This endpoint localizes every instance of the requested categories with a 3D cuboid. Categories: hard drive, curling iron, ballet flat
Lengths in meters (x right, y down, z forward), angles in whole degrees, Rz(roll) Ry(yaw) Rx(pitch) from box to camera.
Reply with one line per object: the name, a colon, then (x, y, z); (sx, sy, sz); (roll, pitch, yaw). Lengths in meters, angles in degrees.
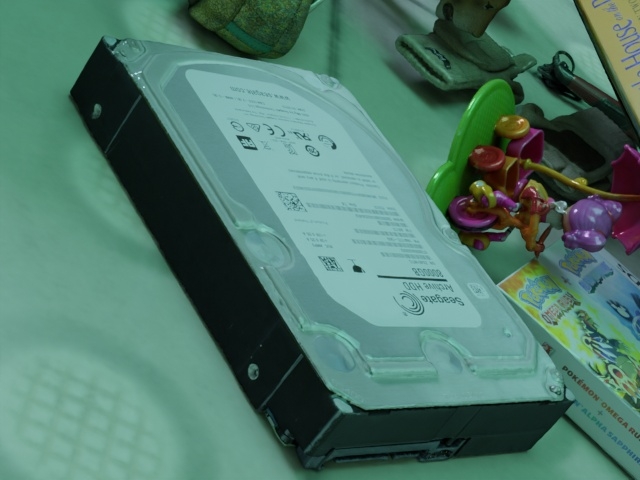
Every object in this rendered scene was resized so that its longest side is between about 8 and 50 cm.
hard drive: (0.000, 0.000, 0.971); (0.237, 0.064, 0.339); (5, 43, -45)
curling iron: (0.359, -0.133, 1.602); (0.274, 0.035, 0.068); (30, 29, -12)
ballet flat: (-0.007, -0.291, 1.257); (0.123, 0.123, 0.348); (32, 55, -9)

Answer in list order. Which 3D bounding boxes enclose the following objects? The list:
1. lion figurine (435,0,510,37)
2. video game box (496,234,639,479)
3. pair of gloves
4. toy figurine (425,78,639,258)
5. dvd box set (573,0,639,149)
lion figurine: (0.158, -0.357, 1.483); (0.240, 0.142, 0.392); (7, 39, 25)
video game box: (0.228, 0.084, 1.117); (0.187, 0.048, 0.205); (41, 28, 12)
pair of gloves: (0.194, -0.130, 1.406); (0.240, 0.042, 0.204); (41, 30, 10)
toy figurine: (0.183, -0.034, 1.111); (0.159, 0.130, 0.173); (18, 43, 25)
dvd box set: (0.331, -0.063, 1.287); (0.307, 0.062, 0.420); (57, 15, -34)
